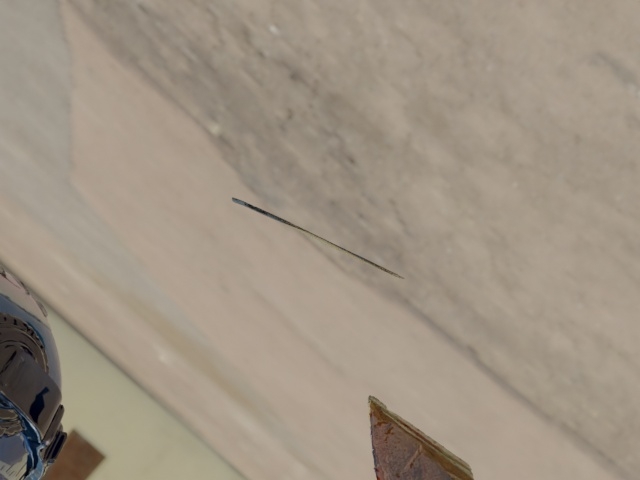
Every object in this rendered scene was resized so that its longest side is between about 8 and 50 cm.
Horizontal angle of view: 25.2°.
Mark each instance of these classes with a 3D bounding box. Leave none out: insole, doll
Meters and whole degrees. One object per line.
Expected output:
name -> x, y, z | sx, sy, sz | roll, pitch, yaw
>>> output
insole -> 0.000, 0.000, 1.331 | 0.086, 0.005, 0.253 | 23, 178, 37
doll -> -0.338, 0.090, 1.123 | 0.284, 0.240, 0.310 | -2, 138, 36

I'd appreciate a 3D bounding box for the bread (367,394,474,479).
bread -> 0.065, 0.176, 1.130 | 0.109, 0.062, 0.043 | 39, -175, -4
